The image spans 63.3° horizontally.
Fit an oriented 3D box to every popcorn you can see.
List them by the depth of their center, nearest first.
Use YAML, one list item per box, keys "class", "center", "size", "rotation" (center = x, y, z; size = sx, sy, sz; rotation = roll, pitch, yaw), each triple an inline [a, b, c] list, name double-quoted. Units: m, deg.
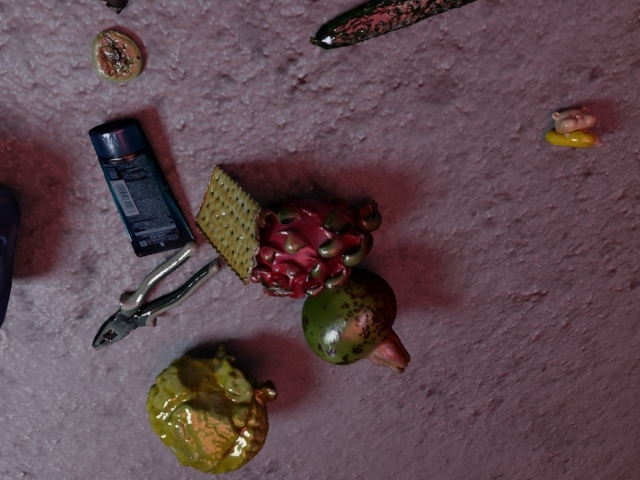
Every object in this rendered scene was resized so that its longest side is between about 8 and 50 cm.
- class: "popcorn"
  center: [-0.228, 0.361, 1.105]
  size: [0.271, 0.224, 0.257]
  rotation: [1, 110, -6]

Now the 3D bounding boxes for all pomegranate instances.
- class: "pomegranate"
  center: [0.085, 0.176, 1.061]
  size: [0.248, 0.214, 0.214]
  rotation: [41, 105, 6]

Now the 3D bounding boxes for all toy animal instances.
- class: "toy animal"
  center: [0.517, -0.225, 1.031]
  size: [0.115, 0.091, 0.081]
  rotation: [4, 103, -13]

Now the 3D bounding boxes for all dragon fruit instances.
- class: "dragon fruit"
  center: [-0.003, 0.009, 0.969]
  size: [0.273, 0.218, 0.198]
  rotation: [-1, 79, -16]

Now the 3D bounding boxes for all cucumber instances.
- class: "cucumber"
  center: [0.122, -0.383, 0.871]
  size: [0.294, 0.067, 0.067]
  rotation: [-21, 120, 0]

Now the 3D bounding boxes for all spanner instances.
- class: "spanner"
  center: [-0.343, 0.123, 1.050]
  size: [0.325, 0.040, 0.095]
  rotation: [-37, 118, 12]

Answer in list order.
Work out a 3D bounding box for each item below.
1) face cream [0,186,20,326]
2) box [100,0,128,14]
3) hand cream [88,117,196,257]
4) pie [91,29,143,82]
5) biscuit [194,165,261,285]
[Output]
- class: "face cream"
  center: [-0.625, 0.027, 0.821]
  size: [0.249, 0.249, 0.225]
  rotation: [13, 112, -19]
- class: "box"
  center: [-0.306, -0.418, 0.714]
  size: [0.151, 0.151, 0.135]
  rotation: [36, 98, -26]
- class: "hand cream"
  center: [-0.323, -0.084, 0.941]
  size: [0.120, 0.061, 0.270]
  rotation: [-14, 125, -3]
- class: "pie"
  center: [-0.330, -0.297, 0.842]
  size: [0.084, 0.021, 0.084]
  rotation: [-5, 119, -9]
- class: "biscuit"
  center: [-0.161, -0.035, 0.927]
  size: [0.016, 0.203, 0.144]
  rotation: [3, 119, -45]
